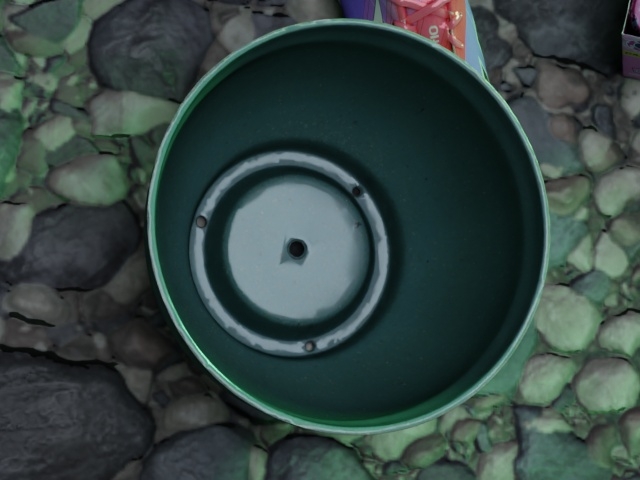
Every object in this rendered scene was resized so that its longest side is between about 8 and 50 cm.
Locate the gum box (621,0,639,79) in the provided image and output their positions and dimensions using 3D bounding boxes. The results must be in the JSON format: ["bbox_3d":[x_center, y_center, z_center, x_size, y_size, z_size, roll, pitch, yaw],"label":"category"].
[{"bbox_3d":[0.296,-0.234,1.554,0.062,0.107,0.188,11,79,12],"label":"gum box"}]

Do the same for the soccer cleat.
[{"bbox_3d":[0.079,-0.159,1.488,0.108,0.116,0.318,-19,88,-17],"label":"soccer cleat"}]

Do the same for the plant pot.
[{"bbox_3d":[0.000,0.000,1.405,0.293,0.196,0.293,2,83,-14],"label":"plant pot"}]
